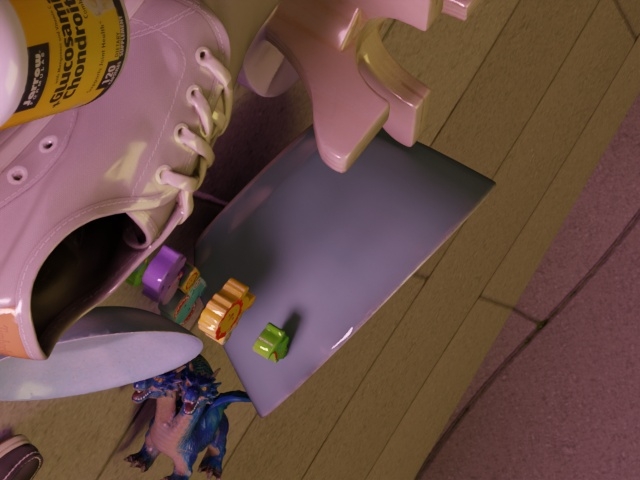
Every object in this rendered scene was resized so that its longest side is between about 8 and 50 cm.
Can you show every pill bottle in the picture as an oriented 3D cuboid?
[{"bbox_3d":[-0.202,-0.117,1.117,0.184,0.103,0.103,-29,146,-61],"label":"pill bottle"}]

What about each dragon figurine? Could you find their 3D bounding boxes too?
[{"bbox_3d":[-0.119,0.173,1.907,0.144,0.085,0.289,-63,162,13],"label":"dragon figurine"}]

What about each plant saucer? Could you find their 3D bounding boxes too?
[{"bbox_3d":[-0.192,0.085,1.478,0.195,0.195,0.037,48,30,-73],"label":"plant saucer"}]

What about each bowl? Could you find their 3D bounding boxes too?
[{"bbox_3d":[0.000,0.000,1.727,0.311,0.163,0.311,-44,180,0],"label":"bowl"}]

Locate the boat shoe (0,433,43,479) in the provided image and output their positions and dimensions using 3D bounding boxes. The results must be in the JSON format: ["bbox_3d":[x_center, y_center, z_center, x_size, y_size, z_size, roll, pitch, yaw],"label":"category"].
[{"bbox_3d":[-0.299,0.263,1.551,0.223,0.073,0.080,-50,161,-29],"label":"boat shoe"}]

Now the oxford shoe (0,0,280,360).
[{"bbox_3d":[-0.125,-0.084,1.345,0.449,0.130,0.169,-52,160,-21],"label":"oxford shoe"}]

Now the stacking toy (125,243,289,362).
[{"bbox_3d":[-0.121,0.042,1.523,0.052,0.167,0.221,-58,164,-8],"label":"stacking toy"}]

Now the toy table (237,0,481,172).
[{"bbox_3d":[0.025,-0.190,1.565,0.252,0.161,0.274,-56,164,-12],"label":"toy table"}]
